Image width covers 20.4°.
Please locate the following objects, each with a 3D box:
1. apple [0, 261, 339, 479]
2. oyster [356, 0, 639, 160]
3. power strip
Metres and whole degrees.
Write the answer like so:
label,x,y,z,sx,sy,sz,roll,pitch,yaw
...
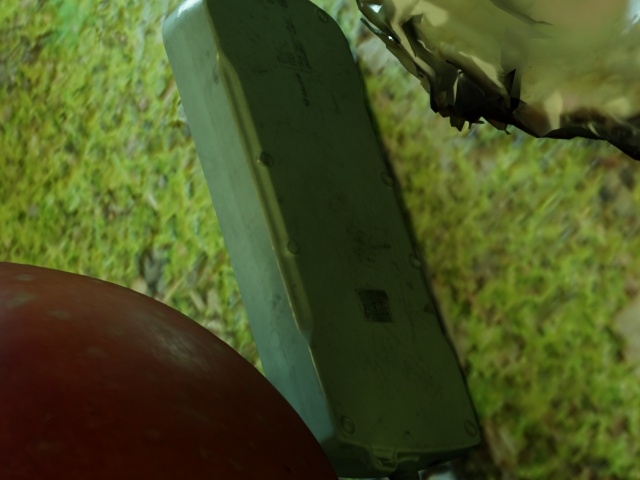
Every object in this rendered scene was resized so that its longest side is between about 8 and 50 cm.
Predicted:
label,x,y,z,sx,sy,sz,roll,pitch,yaw
apple,-0.095,0.137,0.531,0.260,0.216,0.260,-18,57,30
oyster,0.070,-0.134,0.608,0.260,0.092,0.198,16,95,33
power strip,0.000,0.000,0.649,0.029,0.080,0.226,-35,62,36
